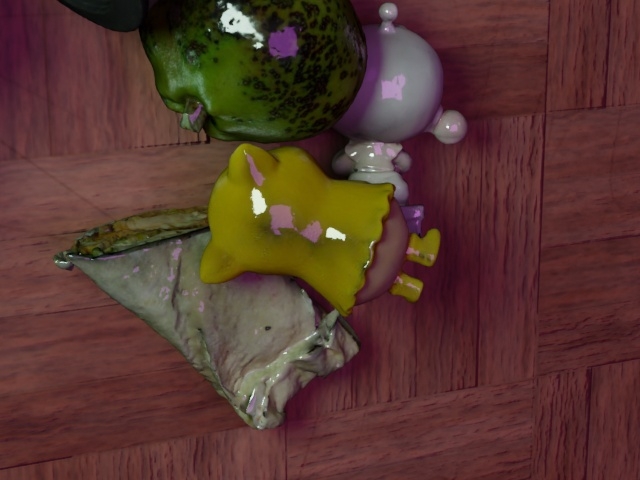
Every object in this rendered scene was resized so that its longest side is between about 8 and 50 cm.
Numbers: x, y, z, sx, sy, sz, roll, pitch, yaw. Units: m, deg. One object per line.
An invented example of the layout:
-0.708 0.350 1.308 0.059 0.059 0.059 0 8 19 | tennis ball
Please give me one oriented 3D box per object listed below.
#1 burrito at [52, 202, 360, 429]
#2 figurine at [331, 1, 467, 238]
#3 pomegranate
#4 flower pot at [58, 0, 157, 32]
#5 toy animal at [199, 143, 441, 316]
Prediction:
-0.107 0.058 1.387 0.348 0.107 0.175 44 69 -29 | burrito
0.051 -0.122 1.393 0.144 0.182 0.256 -18 110 -64 | figurine
-0.060 -0.223 1.300 0.204 0.276 0.222 -29 123 29 | pomegranate
-0.155 -0.394 1.140 0.330 0.293 0.293 -46 117 -14 | flower pot
0.001 -0.005 1.285 0.230 0.156 0.156 16 98 -8 | toy animal
